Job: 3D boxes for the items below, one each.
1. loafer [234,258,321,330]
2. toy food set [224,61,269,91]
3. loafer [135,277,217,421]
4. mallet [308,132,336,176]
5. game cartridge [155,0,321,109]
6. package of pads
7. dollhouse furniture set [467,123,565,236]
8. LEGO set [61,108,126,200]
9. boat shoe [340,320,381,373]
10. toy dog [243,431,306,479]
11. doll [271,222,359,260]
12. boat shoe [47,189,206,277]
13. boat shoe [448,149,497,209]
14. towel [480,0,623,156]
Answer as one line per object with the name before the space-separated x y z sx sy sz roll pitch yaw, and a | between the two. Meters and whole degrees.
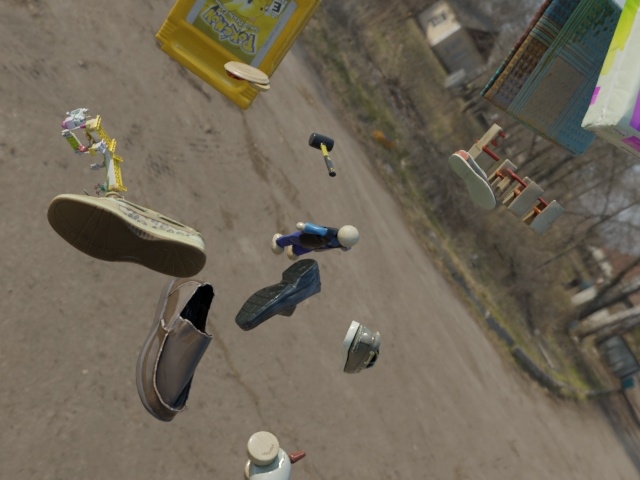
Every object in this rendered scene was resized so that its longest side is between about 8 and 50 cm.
loafer | -0.060 0.097 1.163 0.062 0.170 0.061 14 -48 52
toy food set | -0.124 -0.280 1.245 0.083 0.020 0.082 16 24 -15
loafer | -0.330 0.238 1.718 0.134 0.130 0.365 38 46 -45
mallet | 0.005 -0.213 1.819 0.062 0.039 0.189 20 29 -14
game cartridge | -0.203 -0.526 1.766 0.285 0.323 0.052 35 12 -4
package of pads | 0.597 -0.280 1.249 0.229 0.296 0.101 22 -4 -25
dollhouse furniture set | 0.502 -0.163 1.894 0.259 0.135 0.262 39 14 -12
LEGO set | -0.580 -0.197 1.864 0.132 0.107 0.286 -81 157 -63
boat shoe | 0.111 0.306 1.977 0.305 0.091 0.109 86 26 -66
toy dog | -0.092 0.644 1.834 0.220 0.161 0.333 120 -38 -65
doll | 0.000 0.000 1.298 0.129 0.189 0.046 23 68 -35
boat shoe | -0.342 -0.016 1.312 0.285 0.104 0.089 25 27 -23
boat shoe | 0.314 -0.125 1.483 0.137 0.049 0.043 53 42 6
towel | 0.475 -0.320 1.374 0.370 0.271 0.040 15 25 -45
